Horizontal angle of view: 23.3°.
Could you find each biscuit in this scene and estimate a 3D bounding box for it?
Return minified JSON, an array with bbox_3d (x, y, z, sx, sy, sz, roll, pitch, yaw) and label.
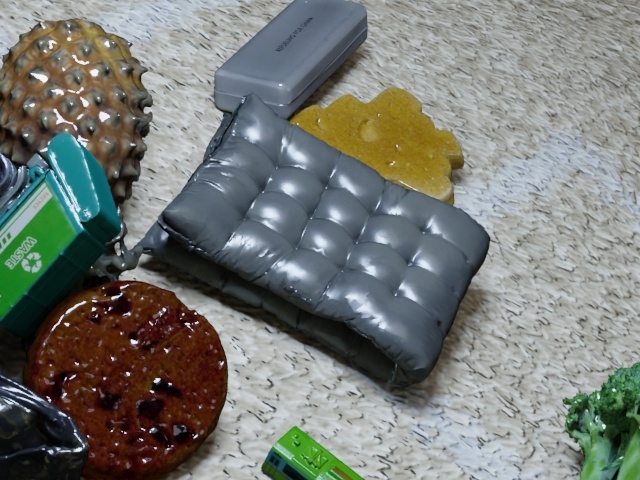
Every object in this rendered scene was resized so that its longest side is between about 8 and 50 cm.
[{"bbox_3d":[-0.174,0.127,1.403,0.192,0.049,0.192,6,75,-22],"label":"biscuit"},{"bbox_3d":[0.054,-0.107,1.820,0.239,0.041,0.212,1,45,-17],"label":"biscuit"}]

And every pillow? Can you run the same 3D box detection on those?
[{"bbox_3d":[0.000,0.000,1.616,0.326,0.101,0.228,31,49,0],"label":"pillow"}]

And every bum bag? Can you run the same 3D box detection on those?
[{"bbox_3d":[-0.304,0.133,1.297,0.248,0.102,0.069,41,38,-4],"label":"bum bag"}]

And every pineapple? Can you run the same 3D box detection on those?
[{"bbox_3d":[-0.252,-0.050,1.537,0.175,0.175,0.361,10,58,-16],"label":"pineapple"}]

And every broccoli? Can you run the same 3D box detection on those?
[{"bbox_3d":[0.354,0.234,1.482,0.242,0.261,0.269,-31,102,-19],"label":"broccoli"}]

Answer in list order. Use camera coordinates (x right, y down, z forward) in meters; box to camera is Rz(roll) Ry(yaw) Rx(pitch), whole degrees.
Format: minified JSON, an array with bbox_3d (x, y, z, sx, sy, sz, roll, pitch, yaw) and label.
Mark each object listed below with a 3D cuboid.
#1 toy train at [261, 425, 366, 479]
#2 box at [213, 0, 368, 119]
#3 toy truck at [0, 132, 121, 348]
[{"bbox_3d":[0.042,0.251,1.425,0.209,0.042,0.044,36,42,14],"label":"toy train"},{"bbox_3d":[-0.033,-0.225,1.876,0.103,0.055,0.243,14,36,21],"label":"box"},{"bbox_3d":[-0.289,0.015,1.378,0.124,0.114,0.253,38,84,15],"label":"toy truck"}]
